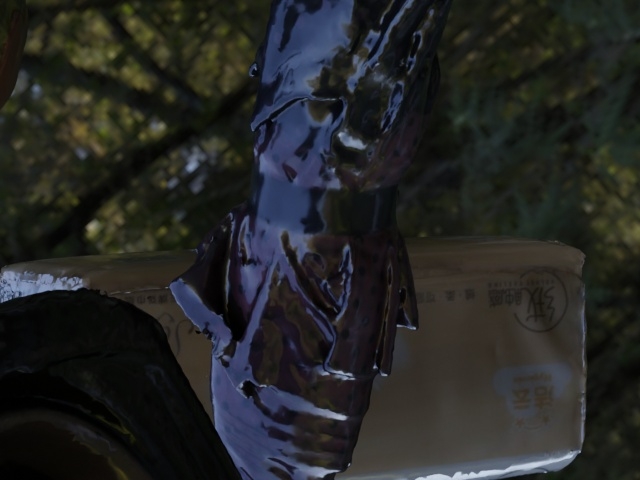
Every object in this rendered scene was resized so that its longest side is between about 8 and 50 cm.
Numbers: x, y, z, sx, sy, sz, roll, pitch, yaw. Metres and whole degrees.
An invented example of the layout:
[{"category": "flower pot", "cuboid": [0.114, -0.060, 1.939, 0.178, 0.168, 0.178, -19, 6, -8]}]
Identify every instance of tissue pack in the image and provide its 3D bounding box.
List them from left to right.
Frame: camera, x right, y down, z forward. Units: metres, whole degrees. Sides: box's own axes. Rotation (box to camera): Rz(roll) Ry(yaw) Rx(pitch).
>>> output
[{"category": "tissue pack", "cuboid": [-0.020, 0.113, 0.992, 0.305, 0.238, 0.238, -3, -137, -24]}]

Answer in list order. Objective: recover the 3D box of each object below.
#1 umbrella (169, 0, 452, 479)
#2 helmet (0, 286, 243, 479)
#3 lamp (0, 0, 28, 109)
[{"category": "umbrella", "cuboid": [0.000, 0.000, 0.695, 0.090, 0.326, 0.094, 17, -162, 24]}, {"category": "helmet", "cuboid": [-0.109, 0.135, 0.496, 0.198, 0.154, 0.253, 61, -168, -6]}, {"category": "lamp", "cuboid": [-0.294, -0.122, 0.858, 0.250, 0.284, 0.250, 59, 177, 5]}]
